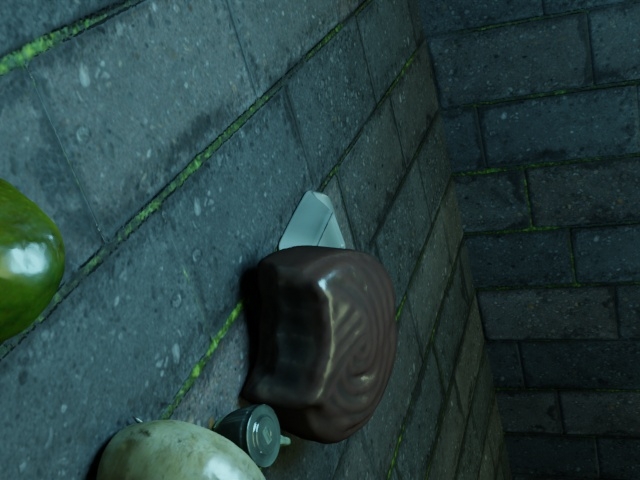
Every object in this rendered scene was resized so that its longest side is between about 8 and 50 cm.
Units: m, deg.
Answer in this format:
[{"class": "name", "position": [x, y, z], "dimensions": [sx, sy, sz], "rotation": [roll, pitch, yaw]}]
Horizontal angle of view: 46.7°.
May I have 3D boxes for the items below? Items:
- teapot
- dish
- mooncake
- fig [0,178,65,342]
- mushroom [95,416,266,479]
[{"class": "teapot", "position": [-0.111, 0.305, 1.123], "dimensions": [0.124, 0.090, 0.092], "rotation": [61, 34, -35]}, {"class": "dish", "position": [0.000, 0.000, 1.460], "dimensions": [0.234, 0.064, 0.154], "rotation": [-67, 144, -47]}, {"class": "mooncake", "position": [0.006, 0.160, 1.260], "dimensions": [0.326, 0.174, 0.334], "rotation": [-63, 142, -27]}, {"class": "fig", "position": [-0.329, 0.031, 0.596], "dimensions": [0.233, 0.167, 0.167], "rotation": [-29, 115, -39]}, {"class": "mushroom", "position": [-0.153, 0.343, 0.900], "dimensions": [0.195, 0.189, 0.254], "rotation": [-65, 139, -52]}]
